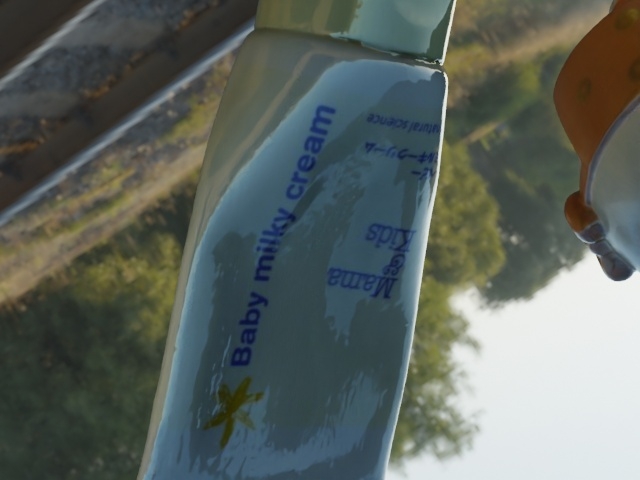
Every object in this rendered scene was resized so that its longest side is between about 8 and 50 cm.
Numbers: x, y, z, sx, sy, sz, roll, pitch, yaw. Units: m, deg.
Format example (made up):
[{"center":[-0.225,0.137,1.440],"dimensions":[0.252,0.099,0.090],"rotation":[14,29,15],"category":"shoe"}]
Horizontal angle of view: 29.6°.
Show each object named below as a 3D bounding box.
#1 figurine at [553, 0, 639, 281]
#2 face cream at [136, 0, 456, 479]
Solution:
[{"center":[0.168,-0.010,0.489],"dimensions":[0.143,0.143,0.271],"rotation":[-33,-143,42],"category":"figurine"},{"center":[0.000,0.000,0.439],"dimensions":[0.114,0.224,0.070],"rotation":[7,-174,-36],"category":"face cream"}]
